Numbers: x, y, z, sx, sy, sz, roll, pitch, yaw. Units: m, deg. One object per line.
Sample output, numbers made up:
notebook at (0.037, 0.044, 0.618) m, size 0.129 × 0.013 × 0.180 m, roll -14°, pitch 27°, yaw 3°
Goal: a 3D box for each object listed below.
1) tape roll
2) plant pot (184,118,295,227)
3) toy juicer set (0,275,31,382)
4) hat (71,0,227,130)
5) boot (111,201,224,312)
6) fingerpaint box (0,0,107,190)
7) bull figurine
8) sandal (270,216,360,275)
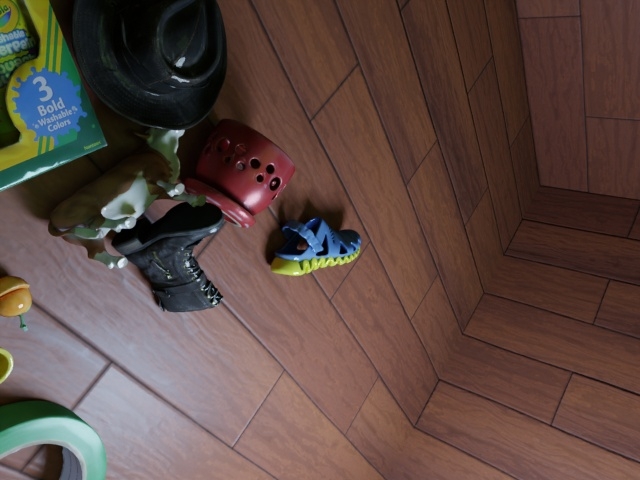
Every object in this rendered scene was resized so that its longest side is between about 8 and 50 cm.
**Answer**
tape roll at (-0.547, 0.450, 0.921) m, size 0.321 × 0.077 × 0.321 m, roll -25°, pitch 122°, yaw -47°
plant pot at (-0.173, -0.131, 1.099) m, size 0.191 × 0.191 × 0.174 m, roll 40°, pitch 76°, yaw -49°
toy juicer set at (-0.577, 0.085, 0.760) m, size 0.329 × 0.089 × 0.209 m, roll 39°, pitch 72°, yaw -49°
hat at (-0.252, -0.362, 0.899) m, size 0.331 × 0.134 × 0.331 m, roll 0°, pitch 90°, yaw -46°
boot at (-0.258, 0.047, 1.036) m, size 0.091 × 0.263 × 0.229 m, roll -77°, pitch 146°, yaw -47°
fingerpaint box at (-0.551, -0.210, 0.630) m, size 0.445 × 0.163 × 0.371 m, roll -37°, pitch 129°, yaw -37°
bull figurine at (-0.332, -0.091, 0.940) m, size 0.310 × 0.188 × 0.101 m, roll -47°, pitch 147°, yaw -22°
sandal at (0.000, 0.000, 1.413) m, size 0.317 × 0.126 × 0.138 m, roll -14°, pitch 109°, yaw -49°
